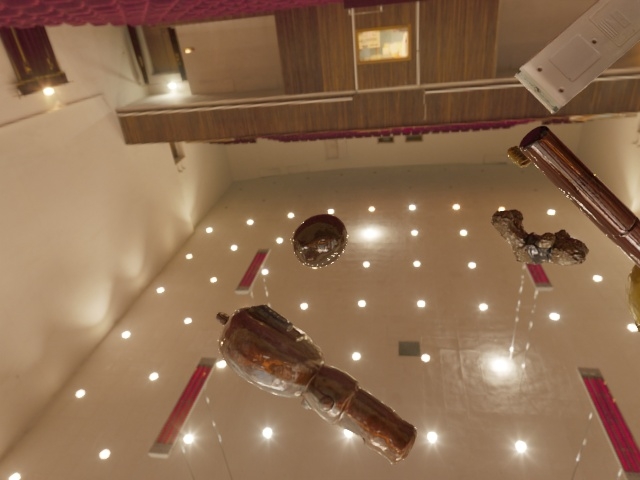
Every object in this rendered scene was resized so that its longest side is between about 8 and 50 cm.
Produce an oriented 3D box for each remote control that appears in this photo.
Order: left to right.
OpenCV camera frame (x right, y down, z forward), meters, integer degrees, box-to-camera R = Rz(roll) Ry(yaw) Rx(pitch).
[{"bbox_3d":[0.492,-0.356,0.770,0.277,0.103,0.055,-41,172,0],"label":"remote control"}]

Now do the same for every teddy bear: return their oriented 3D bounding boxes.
[{"bbox_3d":[0.596,0.008,1.194,0.251,0.129,0.181,29,-155,30],"label":"teddy bear"}]

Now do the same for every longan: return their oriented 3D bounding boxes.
[{"bbox_3d":[0.000,0.000,1.366,0.189,0.189,0.189,-5,-151,3],"label":"longan"}]

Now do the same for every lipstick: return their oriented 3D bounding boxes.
[{"bbox_3d":[0.477,-0.058,0.731,0.057,0.356,0.057,-48,-171,10],"label":"lipstick"}]

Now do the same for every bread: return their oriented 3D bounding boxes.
[{"bbox_3d":[0.673,-0.286,1.461,0.049,0.034,0.088,-35,-111,2],"label":"bread"}]

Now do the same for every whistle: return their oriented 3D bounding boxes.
[{"bbox_3d":[-0.011,0.125,0.405,0.220,0.057,0.107,32,-177,16],"label":"whistle"}]

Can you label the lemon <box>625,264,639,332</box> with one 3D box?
[{"bbox_3d":[0.831,0.112,0.948,0.266,0.268,0.267,-5,-151,3],"label":"lemon"}]
